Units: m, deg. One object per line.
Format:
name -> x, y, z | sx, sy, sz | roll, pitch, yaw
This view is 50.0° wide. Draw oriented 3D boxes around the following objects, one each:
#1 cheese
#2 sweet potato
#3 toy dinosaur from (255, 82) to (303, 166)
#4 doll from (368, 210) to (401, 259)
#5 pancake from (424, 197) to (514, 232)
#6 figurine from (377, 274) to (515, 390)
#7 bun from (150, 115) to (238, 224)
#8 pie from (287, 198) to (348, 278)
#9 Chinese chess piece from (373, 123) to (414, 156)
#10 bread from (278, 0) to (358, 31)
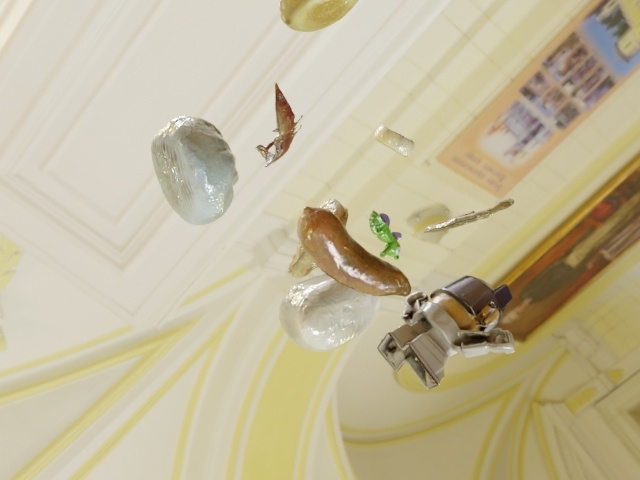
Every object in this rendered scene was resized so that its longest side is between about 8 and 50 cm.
cheese -> 0.010, 0.150, 1.437 | 0.189, 0.198, 0.154 | 7, 116, 59
sweet potato -> 0.060, 0.042, 1.280 | 0.292, 0.097, 0.097 | 39, -160, -26
toy dinosaur -> -0.146, -0.350, 2.226 | 0.113, 0.206, 0.327 | 44, 180, 10
doll -> 0.183, -0.013, 1.952 | 0.190, 0.050, 0.115 | 56, -144, -36
pancake -> 0.354, -0.054, 1.644 | 0.212, 0.235, 0.029 | -17, -93, -43
figurine -> 0.276, 0.176, 1.451 | 0.143, 0.308, 0.308 | 74, 173, -45
bun -> -0.393, -0.229, 2.189 | 0.211, 0.362, 0.362 | -27, -112, -32
pie -> 0.000, 0.000, 1.584 | 0.084, 0.205, 0.179 | 29, -133, -4
Chinese chess piece -> 0.213, -0.288, 1.984 | 0.122, 0.051, 0.122 | 27, -171, -5
bread -> -0.009, -0.589, 1.664 | 0.104, 0.213, 0.213 | 62, -157, 6
